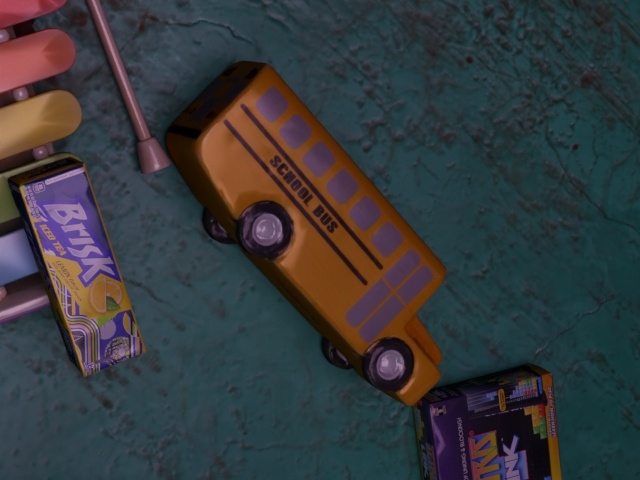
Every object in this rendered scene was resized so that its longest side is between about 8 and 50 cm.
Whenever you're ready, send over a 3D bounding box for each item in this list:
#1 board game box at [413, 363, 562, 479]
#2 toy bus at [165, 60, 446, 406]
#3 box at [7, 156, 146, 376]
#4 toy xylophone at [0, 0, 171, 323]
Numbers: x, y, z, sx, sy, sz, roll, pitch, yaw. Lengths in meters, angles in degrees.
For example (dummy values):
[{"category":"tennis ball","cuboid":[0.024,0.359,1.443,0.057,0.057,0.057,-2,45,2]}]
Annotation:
[{"category":"board game box","cuboid":[0.173,0.225,1.425,0.141,0.048,0.170,-13,103,-21]},{"category":"toy bus","cuboid":[0.000,0.000,1.284,0.130,0.108,0.332,-47,112,-11]},{"category":"box","cuboid":[-0.199,0.020,1.144,0.059,0.054,0.169,-21,106,-19]},{"category":"toy xylophone","cuboid":[-0.258,-0.106,1.173,0.236,0.081,0.322,-29,109,-16]}]
